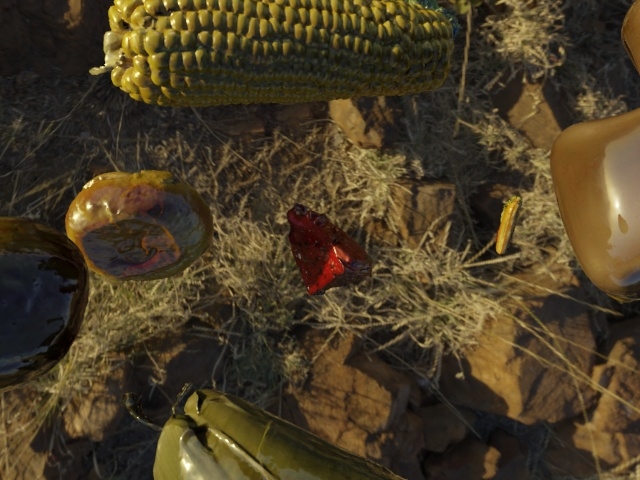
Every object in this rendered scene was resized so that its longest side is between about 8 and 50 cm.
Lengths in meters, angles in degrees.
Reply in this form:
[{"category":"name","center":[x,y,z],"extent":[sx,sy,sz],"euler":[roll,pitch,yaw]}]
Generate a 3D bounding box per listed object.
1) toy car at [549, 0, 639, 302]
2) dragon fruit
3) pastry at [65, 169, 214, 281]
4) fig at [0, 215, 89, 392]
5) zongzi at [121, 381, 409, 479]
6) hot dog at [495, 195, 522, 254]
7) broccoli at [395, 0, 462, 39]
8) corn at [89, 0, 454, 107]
[{"category":"toy car","center":[0.296,-0.065,0.443],"extent":[0.341,0.241,0.271],"euler":[16,59,-58]},{"category":"dragon fruit","center":[-0.001,0.000,0.750],"extent":[0.097,0.063,0.131],"euler":[-27,71,12]},{"category":"pastry","center":[-0.443,-0.031,1.465],"extent":[0.356,0.163,0.356],"euler":[-9,143,-7]},{"category":"fig","center":[-0.221,0.038,0.350],"extent":[0.155,0.103,0.109],"euler":[7,75,-38]},{"category":"zongzi","center":[-0.103,0.338,0.609],"extent":[0.447,0.418,0.181],"euler":[24,132,9]},{"category":"hot dog","center":[0.232,-0.020,0.734],"extent":[0.037,0.021,0.083],"euler":[-40,143,-48]},{"category":"broccoli","center":[0.185,-0.423,1.091],"extent":[0.167,0.154,0.160],"euler":[5,92,-1]},{"category":"corn","center":[-0.032,-0.163,0.492],"extent":[0.311,0.101,0.101],"euler":[-6,106,-15]}]
